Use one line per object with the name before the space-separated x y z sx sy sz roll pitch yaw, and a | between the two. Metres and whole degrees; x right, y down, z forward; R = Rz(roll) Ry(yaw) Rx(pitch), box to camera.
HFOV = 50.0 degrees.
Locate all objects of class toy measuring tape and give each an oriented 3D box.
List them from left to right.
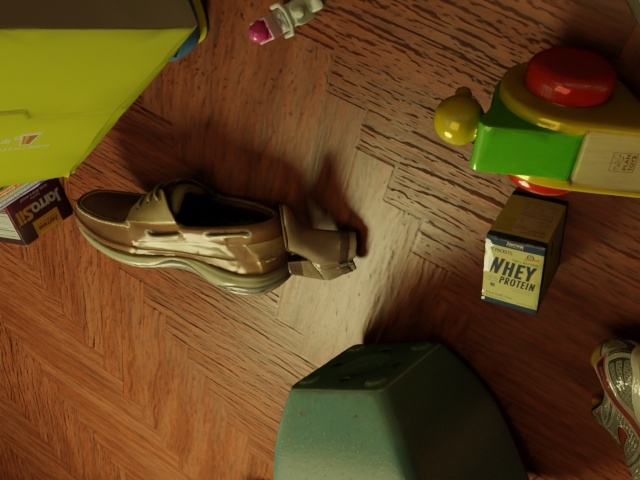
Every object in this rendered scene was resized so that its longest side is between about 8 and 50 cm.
toy measuring tape | 0.258 -0.092 0.565 0.330 0.121 0.121 6 130 4

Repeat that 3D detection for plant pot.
plant pot | 0.087 0.267 0.862 0.247 0.248 0.252 -10 99 41

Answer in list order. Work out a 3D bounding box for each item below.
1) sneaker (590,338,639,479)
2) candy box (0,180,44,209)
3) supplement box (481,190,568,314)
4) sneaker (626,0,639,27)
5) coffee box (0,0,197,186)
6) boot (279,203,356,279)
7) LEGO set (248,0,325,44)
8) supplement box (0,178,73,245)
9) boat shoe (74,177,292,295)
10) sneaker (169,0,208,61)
sneaker | 0.345 0.190 0.730 0.093 0.088 0.225 19 136 51
candy box | -0.502 -0.185 0.895 0.122 0.268 0.317 -24 108 49
supplement box | 0.201 0.011 0.675 0.056 0.083 0.083 15 131 27
sneaker | 0.220 -0.234 0.441 0.105 0.115 0.281 -7 119 39
coffee box | -0.383 -0.247 0.642 0.338 0.338 0.334 -29 81 45
boot | 0.000 0.000 0.827 0.087 0.042 0.118 -8 132 1
LEGO set | -0.094 -0.315 0.611 0.132 0.107 0.287 -21 109 44
supplement box | -0.485 -0.097 1.073 0.081 0.104 0.188 7 127 32
boat shoe | -0.183 -0.030 0.909 0.324 0.123 0.116 13 127 16
sneaker | -0.190 -0.291 0.721 0.069 0.082 0.209 1 122 38
